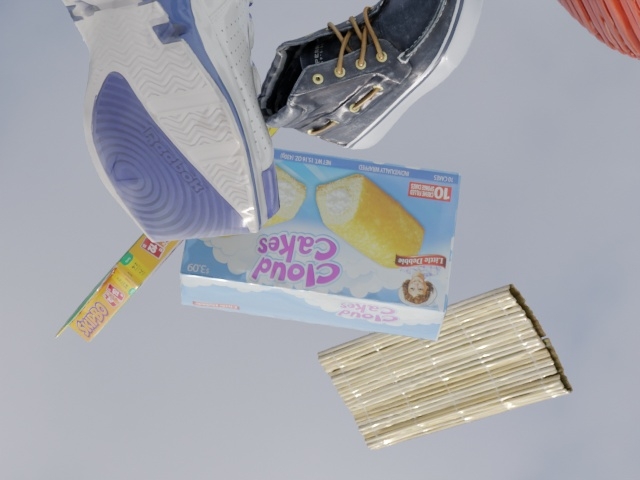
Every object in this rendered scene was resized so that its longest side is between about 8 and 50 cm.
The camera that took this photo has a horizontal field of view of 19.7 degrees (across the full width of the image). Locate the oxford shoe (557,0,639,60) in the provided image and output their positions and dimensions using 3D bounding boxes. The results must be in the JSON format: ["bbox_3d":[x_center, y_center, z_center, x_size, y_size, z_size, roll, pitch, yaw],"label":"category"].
[{"bbox_3d":[0.122,-0.162,0.819,0.098,0.271,0.097,-41,-42,-8],"label":"oxford shoe"}]

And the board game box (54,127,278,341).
[{"bbox_3d":[-0.137,-0.009,1.655,0.039,0.124,0.259,44,-128,-2],"label":"board game box"}]

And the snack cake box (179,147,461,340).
[{"bbox_3d":[0.000,0.000,1.848,0.089,0.264,0.152,97,180,-66],"label":"snack cake box"}]

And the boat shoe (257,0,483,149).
[{"bbox_3d":[0.030,-0.122,1.185,0.083,0.183,0.065,7,-127,-28],"label":"boat shoe"}]

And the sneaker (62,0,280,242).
[{"bbox_3d":[-0.076,-0.168,1.133,0.182,0.127,0.315,-45,-56,-43],"label":"sneaker"}]

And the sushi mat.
[{"bbox_3d":[0.144,0.156,2.208,0.151,0.316,0.019,59,-139,-10],"label":"sushi mat"}]
